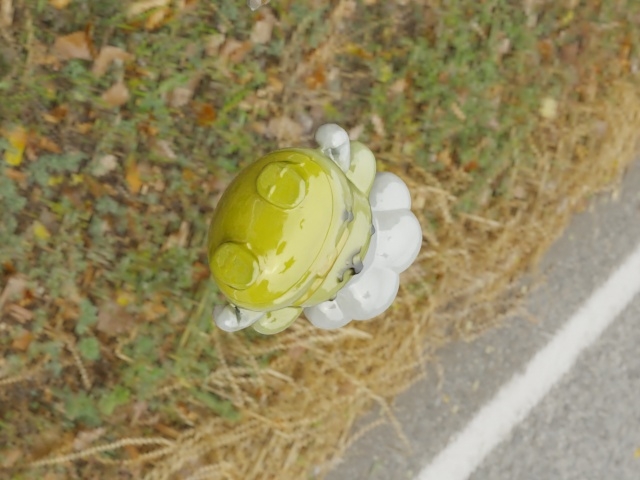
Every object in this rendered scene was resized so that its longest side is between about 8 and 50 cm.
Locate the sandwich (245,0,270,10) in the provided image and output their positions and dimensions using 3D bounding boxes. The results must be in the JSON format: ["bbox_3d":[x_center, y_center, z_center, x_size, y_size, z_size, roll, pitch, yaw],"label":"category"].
[{"bbox_3d":[-0.021,-0.299,0.877,0.250,0.162,0.301,-34,152,-34],"label":"sandwich"}]

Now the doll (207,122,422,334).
[{"bbox_3d":[0.000,0.000,0.575,0.106,0.062,0.162,-59,160,7],"label":"doll"}]
